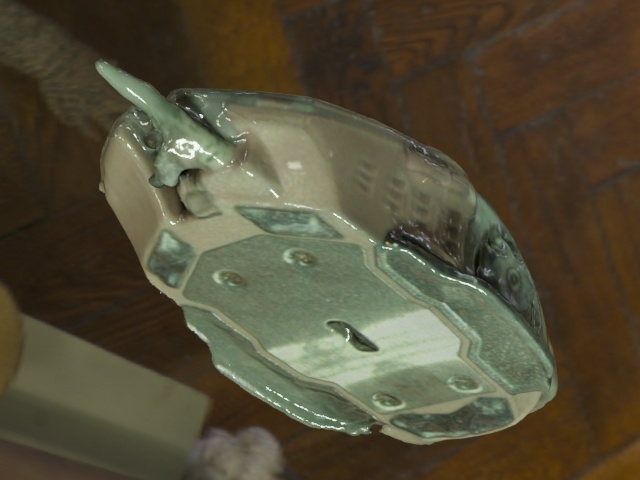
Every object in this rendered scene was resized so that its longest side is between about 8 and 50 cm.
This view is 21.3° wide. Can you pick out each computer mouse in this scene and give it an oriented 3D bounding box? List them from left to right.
[{"bbox_3d":[0.002,-0.004,0.971,0.389,0.199,0.115,42,43,-36],"label":"computer mouse"}]
